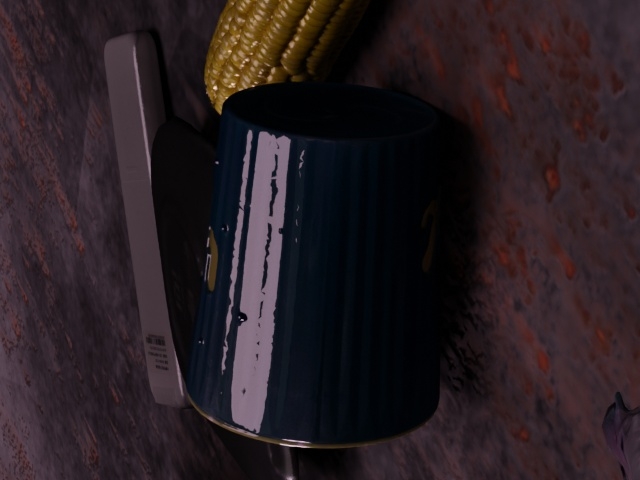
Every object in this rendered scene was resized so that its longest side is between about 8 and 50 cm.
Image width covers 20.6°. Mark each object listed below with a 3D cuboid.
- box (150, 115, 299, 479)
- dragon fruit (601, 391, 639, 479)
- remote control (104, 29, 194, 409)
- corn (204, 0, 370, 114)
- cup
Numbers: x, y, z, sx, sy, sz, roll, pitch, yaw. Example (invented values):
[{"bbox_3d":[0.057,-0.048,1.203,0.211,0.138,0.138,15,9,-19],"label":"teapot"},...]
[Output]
[{"bbox_3d":[-0.061,0.039,1.083,0.201,0.042,0.212,-141,42,-66],"label":"box"},{"bbox_3d":[0.198,0.148,0.482,0.221,0.204,0.283,-91,-11,-60],"label":"dragon fruit"},{"bbox_3d":[-0.112,-0.013,1.215,0.067,0.029,0.261,0,98,64],"label":"remote control"},{"bbox_3d":[-0.008,-0.129,0.908,0.072,0.072,0.203,67,150,22],"label":"corn"},{"bbox_3d":[0.000,0.000,0.904,0.176,0.131,0.155,-99,12,-69],"label":"cup"}]
